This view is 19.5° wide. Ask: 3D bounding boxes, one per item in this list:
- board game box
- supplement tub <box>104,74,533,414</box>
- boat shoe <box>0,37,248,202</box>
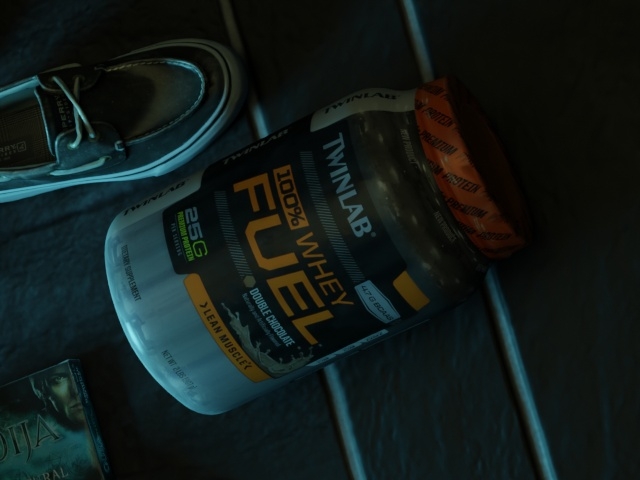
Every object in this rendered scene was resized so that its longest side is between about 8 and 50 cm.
[{"bbox_3d":[-0.301,0.205,1.817,0.186,0.026,0.126,-22,79,18],"label":"board game box"},{"bbox_3d":[0.000,0.000,1.625,0.338,0.207,0.207,-26,78,17],"label":"supplement tub"},{"bbox_3d":[-0.232,-0.106,1.765,0.335,0.119,0.121,-20,80,18],"label":"boat shoe"}]
